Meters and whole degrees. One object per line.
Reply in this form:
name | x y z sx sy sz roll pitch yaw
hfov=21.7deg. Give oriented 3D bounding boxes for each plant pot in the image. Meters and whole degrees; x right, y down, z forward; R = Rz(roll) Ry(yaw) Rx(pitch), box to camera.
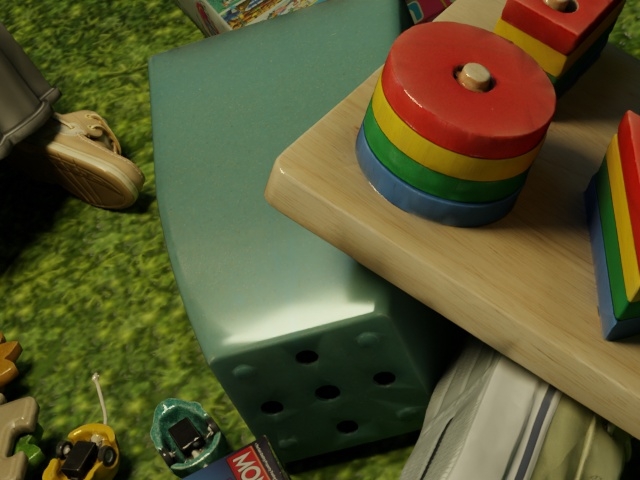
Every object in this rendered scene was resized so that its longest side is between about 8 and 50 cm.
plant pot | 0.000 0.000 0.992 0.165 0.165 0.234 -16 44 13

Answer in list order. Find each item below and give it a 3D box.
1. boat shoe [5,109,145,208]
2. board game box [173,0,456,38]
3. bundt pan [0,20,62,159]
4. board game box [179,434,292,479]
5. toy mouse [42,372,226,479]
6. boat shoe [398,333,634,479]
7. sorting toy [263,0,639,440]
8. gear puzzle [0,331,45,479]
boat shoe | -0.182 -0.071 1.255 0.170 0.063 0.059 21 62 44
board game box | 0.008 -0.219 1.299 0.224 0.097 0.303 -31 38 -7
bundt pan | -0.368 -0.084 1.244 0.331 0.124 0.331 -24 19 9
board game box | -0.033 0.197 0.854 0.194 0.060 0.194 -26 37 -3
toy mouse | -0.098 0.146 0.975 0.143 0.031 0.161 -3 43 27
boat shoe | 0.114 0.095 0.869 0.109 0.094 0.302 -47 5 39
sorting toy | 0.148 -0.047 0.873 0.257 0.089 0.255 32 43 13
gear puzzle | -0.246 0.178 1.017 0.175 0.044 0.339 -19 34 15
